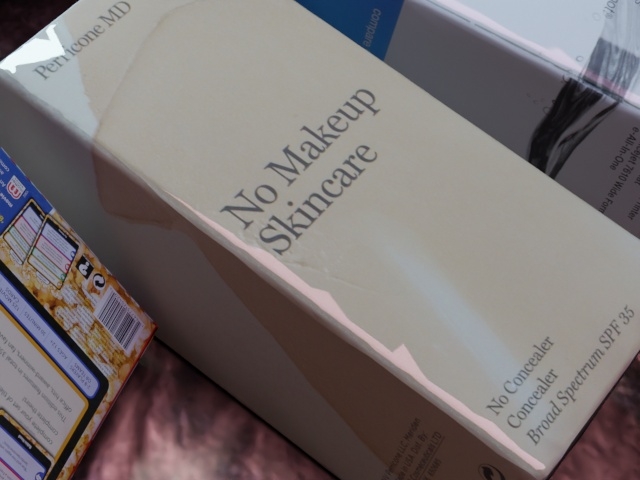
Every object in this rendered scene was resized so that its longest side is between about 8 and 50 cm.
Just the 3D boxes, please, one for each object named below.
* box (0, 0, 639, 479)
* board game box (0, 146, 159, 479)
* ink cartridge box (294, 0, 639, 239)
[{"bbox_3d":[0.000,0.000,0.727,0.311,0.121,0.148,35,57,11],"label":"box"},{"bbox_3d":[-0.164,0.059,0.634,0.146,0.045,0.193,53,42,-26],"label":"board game box"},{"bbox_3d":[0.156,-0.130,0.844,0.307,0.129,0.223,28,55,7],"label":"ink cartridge box"}]
